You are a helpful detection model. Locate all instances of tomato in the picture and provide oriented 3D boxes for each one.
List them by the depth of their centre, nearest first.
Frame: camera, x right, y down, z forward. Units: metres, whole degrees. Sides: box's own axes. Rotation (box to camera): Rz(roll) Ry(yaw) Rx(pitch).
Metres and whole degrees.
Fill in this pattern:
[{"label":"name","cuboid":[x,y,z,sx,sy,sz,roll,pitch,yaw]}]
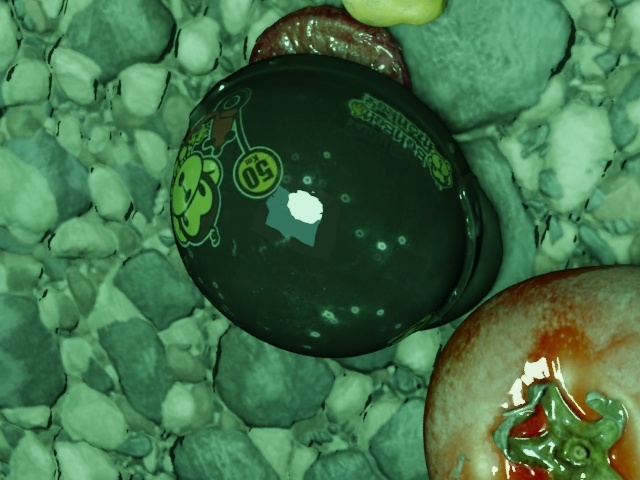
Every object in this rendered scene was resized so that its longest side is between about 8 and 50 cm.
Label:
[{"label":"tomato","cuboid":[0.214,0.152,1.042,0.270,0.227,0.270,-2,85,25]}]

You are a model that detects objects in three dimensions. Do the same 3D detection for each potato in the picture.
[{"label":"potato","cuboid":[0.057,-0.197,1.087,0.083,0.062,0.068,15,95,12]}]

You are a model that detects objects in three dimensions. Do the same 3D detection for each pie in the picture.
[{"label":"pie","cuboid":[0.004,-0.117,1.142,0.154,0.036,0.154,6,109,18]}]

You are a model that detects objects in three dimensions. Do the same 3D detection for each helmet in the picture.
[{"label":"helmet","cuboid":[0.000,0.000,1.084,0.279,0.160,0.230,42,124,-8]}]
